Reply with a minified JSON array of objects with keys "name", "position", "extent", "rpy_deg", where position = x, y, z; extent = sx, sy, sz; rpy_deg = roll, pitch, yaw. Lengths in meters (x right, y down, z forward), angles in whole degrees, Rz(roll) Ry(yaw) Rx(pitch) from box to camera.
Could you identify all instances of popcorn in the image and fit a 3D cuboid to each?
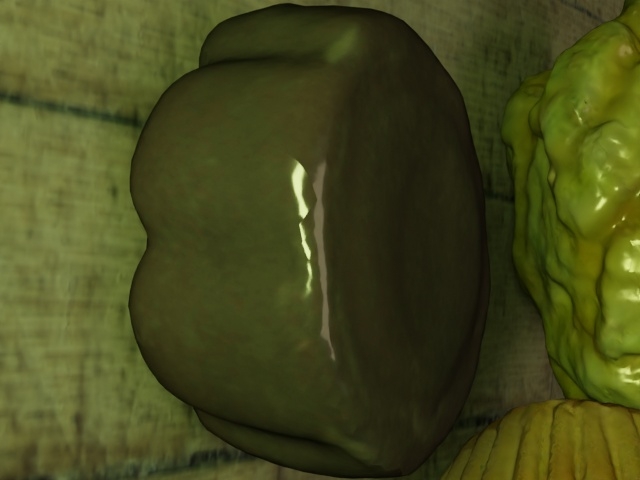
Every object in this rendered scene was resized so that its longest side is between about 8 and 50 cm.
[{"name":"popcorn","position":[0.251,-0.006,1.365],"extent":[0.292,0.293,0.334],"rpy_deg":[-52,-172,26]}]

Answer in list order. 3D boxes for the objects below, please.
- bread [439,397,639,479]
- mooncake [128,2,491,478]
[{"name":"bread","position":[0.189,0.205,1.272],"extent":[0.274,0.274,0.149],"rpy_deg":[47,37,-59]},{"name":"mooncake","position":[0.000,0.000,0.941],"extent":[0.245,0.133,0.245],"rpy_deg":[5,90,-66]}]
